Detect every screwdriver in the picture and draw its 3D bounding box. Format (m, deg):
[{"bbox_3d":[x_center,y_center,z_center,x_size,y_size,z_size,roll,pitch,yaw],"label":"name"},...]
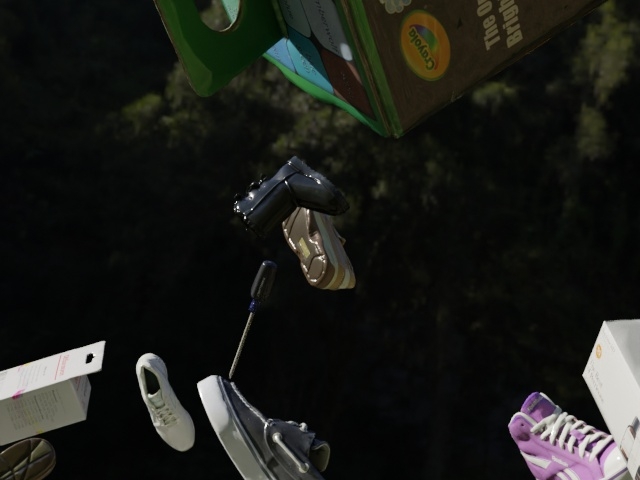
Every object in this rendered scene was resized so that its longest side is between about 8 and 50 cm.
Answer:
[{"bbox_3d":[-0.091,0.100,1.449,0.025,0.170,0.024,15,22,-25],"label":"screwdriver"}]

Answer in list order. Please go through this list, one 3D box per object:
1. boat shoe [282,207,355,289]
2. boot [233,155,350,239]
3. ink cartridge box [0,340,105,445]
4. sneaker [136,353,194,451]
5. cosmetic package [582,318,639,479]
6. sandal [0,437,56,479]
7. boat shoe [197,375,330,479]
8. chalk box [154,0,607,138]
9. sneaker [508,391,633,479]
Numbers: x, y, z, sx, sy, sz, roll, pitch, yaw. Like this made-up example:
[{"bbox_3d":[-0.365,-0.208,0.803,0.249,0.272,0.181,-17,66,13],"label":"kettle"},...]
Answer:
[{"bbox_3d":[0.000,0.000,1.638,0.072,0.190,0.068,15,-50,-34],"label":"boat shoe"},{"bbox_3d":[-0.036,-0.038,1.327,0.121,0.099,0.045,39,-16,42],"label":"boot"},{"bbox_3d":[-0.349,0.193,1.459,0.181,0.061,0.104,-17,18,-2],"label":"ink cartridge box"},{"bbox_3d":[-0.230,0.239,1.693,0.054,0.152,0.061,-26,2,1],"label":"sneaker"},{"bbox_3d":[0.378,0.207,1.339,0.060,0.239,0.099,0,-50,-15],"label":"cosmetic package"},{"bbox_3d":[-0.494,0.362,1.745,0.219,0.090,0.060,-25,-30,-5],"label":"sandal"},{"bbox_3d":[-0.037,0.261,1.367,0.301,0.102,0.108,51,-8,34],"label":"boat shoe"},{"bbox_3d":[0.029,-0.190,0.638,0.179,0.289,0.180,40,-23,48],"label":"chalk box"},{"bbox_3d":[0.380,0.307,1.794,0.161,0.102,0.282,57,-26,-3],"label":"sneaker"}]
